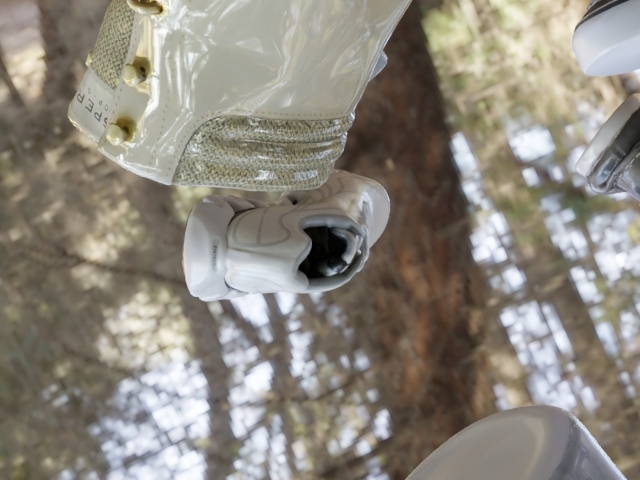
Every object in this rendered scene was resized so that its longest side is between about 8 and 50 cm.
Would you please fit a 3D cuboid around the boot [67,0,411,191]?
[{"bbox_3d":[-0.070,-0.128,0.593,0.203,0.262,0.095,-59,-149,30],"label":"boot"}]

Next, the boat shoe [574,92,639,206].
[{"bbox_3d":[0.311,-0.083,1.349,0.112,0.095,0.335,-53,169,25],"label":"boat shoe"}]

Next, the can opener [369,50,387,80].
[{"bbox_3d":[-0.048,-0.194,0.934,0.076,0.283,0.095,-19,-136,22],"label":"can opener"}]

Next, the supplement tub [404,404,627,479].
[{"bbox_3d":[0.197,0.293,1.137,0.193,0.316,0.193,-36,-166,10],"label":"supplement tub"}]

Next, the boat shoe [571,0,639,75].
[{"bbox_3d":[0.280,-0.206,1.018,0.301,0.102,0.108,-27,173,-15],"label":"boat shoe"}]

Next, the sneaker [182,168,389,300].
[{"bbox_3d":[0.000,0.000,1.356,0.118,0.110,0.292,5,-167,28],"label":"sneaker"}]
